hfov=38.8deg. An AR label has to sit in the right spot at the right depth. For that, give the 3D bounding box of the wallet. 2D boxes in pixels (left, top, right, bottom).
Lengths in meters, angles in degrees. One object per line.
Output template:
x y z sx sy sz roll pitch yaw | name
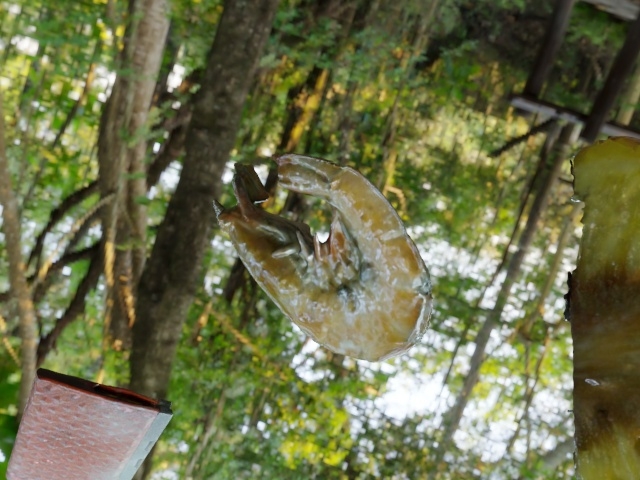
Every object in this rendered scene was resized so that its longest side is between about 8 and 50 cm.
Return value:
-0.190 0.161 0.725 0.103 0.196 0.020 15 -128 -15 | wallet

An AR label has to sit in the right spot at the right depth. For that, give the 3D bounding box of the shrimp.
0.002 0.000 0.614 0.187 0.133 0.051 35 -150 21 | shrimp

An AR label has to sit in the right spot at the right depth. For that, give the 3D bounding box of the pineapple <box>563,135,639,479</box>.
0.335 0.090 0.620 0.286 0.345 0.209 -8 162 37 | pineapple
